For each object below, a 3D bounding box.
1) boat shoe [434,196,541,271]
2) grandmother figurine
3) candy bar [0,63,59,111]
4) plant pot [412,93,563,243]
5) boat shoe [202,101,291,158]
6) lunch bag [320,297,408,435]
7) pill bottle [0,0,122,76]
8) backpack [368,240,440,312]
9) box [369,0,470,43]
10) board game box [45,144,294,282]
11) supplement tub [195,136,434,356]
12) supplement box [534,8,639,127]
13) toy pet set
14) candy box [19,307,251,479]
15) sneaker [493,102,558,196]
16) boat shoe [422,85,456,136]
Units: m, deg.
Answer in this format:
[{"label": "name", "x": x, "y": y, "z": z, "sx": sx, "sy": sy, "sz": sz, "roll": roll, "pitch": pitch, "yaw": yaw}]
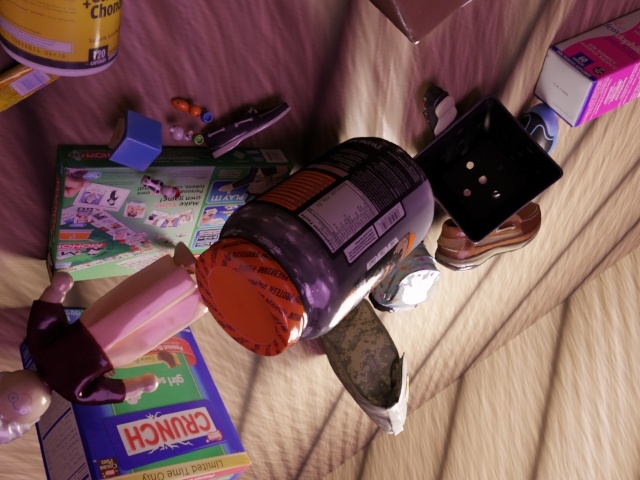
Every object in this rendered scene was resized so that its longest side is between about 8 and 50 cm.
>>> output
[{"label": "boat shoe", "x": 0.396, "y": -0.037, "z": 1.273, "sx": 0.324, "sy": 0.123, "sz": 0.119, "roll": -24, "pitch": 123, "yaw": -31}, {"label": "grandmother figurine", "x": -0.306, "y": 0.137, "z": 0.751, "sx": 0.342, "sy": 0.208, "sz": 0.104, "roll": -38, "pitch": 180, "yaw": -20}, {"label": "candy bar", "x": -0.332, "y": -0.151, "z": 0.570, "sx": 0.161, "sy": 0.018, "sz": 0.040, "roll": -31, "pitch": 152, "yaw": -3}, {"label": "plant pot", "x": 0.299, "y": -0.122, "z": 1.016, "sx": 0.188, "sy": 0.187, "sz": 0.167, "roll": -41, "pitch": 169, "yaw": 13}, {"label": "boat shoe", "x": -0.099, "y": -0.158, "z": 0.747, "sx": 0.125, "sy": 0.038, "sz": 0.046, "roll": -32, "pitch": -168, "yaw": 0}, {"label": "lunch bag", "x": 0.130, "y": 0.328, "z": 1.385, "sx": 0.169, "sy": 0.287, "sz": 0.235, "roll": -27, "pitch": 147, "yaw": -8}, {"label": "pill bottle", "x": -0.218, "y": -0.242, "z": 0.464, "sx": 0.103, "sy": 0.103, "sz": 0.184, "roll": -10, "pitch": 142, "yaw": -33}, {"label": "backpack", "x": 0.198, "y": 0.083, "z": 1.271, "sx": 0.152, "sy": 0.115, "sz": 0.182, "roll": -11, "pitch": 140, "yaw": -26}, {"label": "box", "x": 0.080, "y": -0.343, "z": 0.525, "sx": 0.168, "sy": 0.167, "sz": 0.203, "roll": -39, "pitch": 148, "yaw": 9}, {"label": "board game box", "x": -0.215, "y": -0.039, "z": 0.802, "sx": 0.317, "sy": 0.046, "sz": 0.213, "roll": -6, "pitch": 140, "yaw": -36}, {"label": "supplement tub", "x": 0.000, "y": 0.000, "z": 0.796, "sx": 0.338, "sy": 0.207, "sz": 0.207, "roll": -38, "pitch": 157, "yaw": -38}, {"label": "supplement box", "x": 0.525, "y": -0.315, "z": 1.008, "sx": 0.220, "sy": 0.111, "sz": 0.114, "roll": -25, "pitch": 147, "yaw": -13}, {"label": "toy pet set", "x": -0.185, "y": -0.115, "z": 0.662, "sx": 0.114, "sy": 0.065, "sz": 0.122, "roll": 20, "pitch": 93, "yaw": -40}, {"label": "candy box", "x": -0.301, "y": 0.269, "z": 0.894, "sx": 0.122, "sy": 0.317, "sz": 0.268, "roll": -47, "pitch": 146, "yaw": 22}, {"label": "sneaker", "x": 0.407, "y": -0.173, "z": 1.130, "sx": 0.090, "sy": 0.081, "sz": 0.232, "roll": -31, "pitch": 151, "yaw": -16}, {"label": "boat shoe", "x": 0.198, "y": -0.216, "z": 0.927, "sx": 0.049, "sy": 0.042, "sz": 0.133, "roll": -44, "pitch": 161, "yaw": 2}]
